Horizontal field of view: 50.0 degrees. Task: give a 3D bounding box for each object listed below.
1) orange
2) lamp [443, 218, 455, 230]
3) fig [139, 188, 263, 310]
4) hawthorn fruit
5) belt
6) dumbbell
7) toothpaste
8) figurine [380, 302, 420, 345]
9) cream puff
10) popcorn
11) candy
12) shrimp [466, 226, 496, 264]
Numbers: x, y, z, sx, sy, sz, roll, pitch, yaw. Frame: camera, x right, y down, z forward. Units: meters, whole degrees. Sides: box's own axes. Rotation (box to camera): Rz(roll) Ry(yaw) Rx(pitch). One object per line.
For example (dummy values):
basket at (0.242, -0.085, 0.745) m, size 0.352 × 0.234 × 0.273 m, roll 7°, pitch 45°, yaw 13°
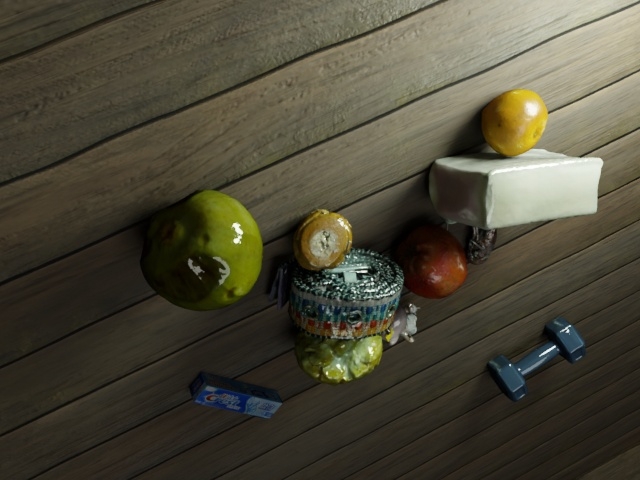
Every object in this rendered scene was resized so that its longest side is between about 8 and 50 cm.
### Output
orange at (0.436, -0.270, 1.557) m, size 0.154 × 0.134 × 0.155 m, roll -39°, pitch 150°, yaw -28°
lamp at (0.339, 0.001, 1.784) m, size 0.056 × 0.050 × 0.198 m, roll -21°, pitch 135°, yaw -16°
fig at (-0.213, 0.027, 1.349) m, size 0.239 × 0.239 × 0.271 m, roll -46°, pitch 149°, yaw 12°
hawthorn fruit at (0.289, 0.062, 1.709) m, size 0.200 × 0.179 × 0.179 m, roll 27°, pitch 111°, yaw -28°
belt at (0.046, 0.134, 1.611) m, size 0.295 × 0.207 × 0.160 m, roll -7°, pitch 128°, yaw -24°
dumbbell at (0.726, 0.397, 2.301) m, size 0.316 × 0.156 × 0.144 m, roll -32°, pitch 107°, yaw -2°
toothpaste at (-0.219, 0.411, 1.804) m, size 0.272 × 0.053 × 0.066 m, roll 27°, pitch 111°, yaw -43°
figurine at (0.194, 0.213, 1.841) m, size 0.229 × 0.112 × 0.137 m, roll 18°, pitch 74°, yaw -53°
cream puff at (0.002, 0.001, 1.534) m, size 0.126 × 0.103 × 0.144 m, roll 29°, pitch 87°, yaw -6°
popcorn at (0.044, 0.267, 1.732) m, size 0.221 × 0.204 × 0.184 m, roll -13°, pitch 113°, yaw -22°
candy at (0.457, -0.126, 1.604) m, size 0.358 × 0.208 × 0.145 m, roll -9°, pitch 108°, yaw -24°
shrimp at (0.429, -0.011, 1.818) m, size 0.073 × 0.075 × 0.190 m, roll 9°, pitch 136°, yaw 2°
